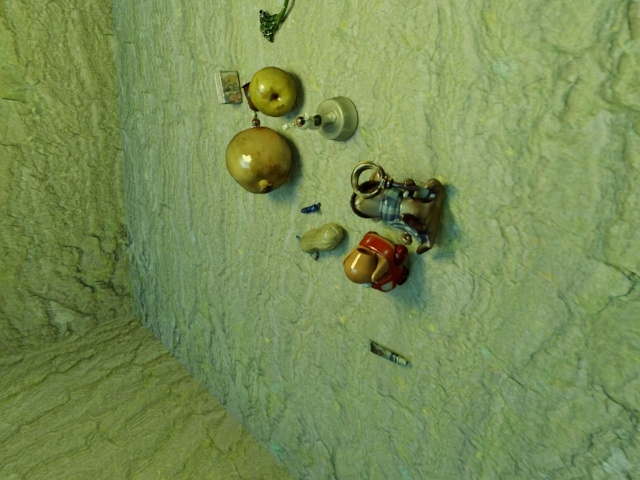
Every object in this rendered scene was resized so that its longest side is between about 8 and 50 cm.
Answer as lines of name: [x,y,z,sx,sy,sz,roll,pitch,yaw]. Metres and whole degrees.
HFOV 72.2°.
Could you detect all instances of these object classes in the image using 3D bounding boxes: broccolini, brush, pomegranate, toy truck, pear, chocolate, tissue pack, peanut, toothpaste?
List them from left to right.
tissue pack: [-0.448,-0.745,2.136,0.065,0.115,0.155,3,106,44]
chocolate: [-0.292,-0.661,2.009,0.127,0.124,0.133,21,147,53]
pomegranate: [-0.271,-0.349,1.967,0.319,0.319,0.319,16,114,41]
pear: [-0.205,-0.635,1.874,0.209,0.209,0.209,16,114,41]
broccolini: [-0.191,-0.976,1.841,0.123,0.062,0.271,49,139,2]
brush: [-0.065,0.029,2.081,0.164,0.014,0.051,45,129,27]
peanut: [0.000,0.000,1.936,0.257,0.123,0.123,-22,87,49]
toy truck: [0.194,0.106,1.656,0.189,0.239,0.265,29,147,35]
toothpaste: [0.282,0.482,1.869,0.216,0.037,0.062,16,115,46]

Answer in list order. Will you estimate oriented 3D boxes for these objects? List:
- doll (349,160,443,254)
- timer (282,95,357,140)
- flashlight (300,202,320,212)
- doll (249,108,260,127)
doll: [0.265,-0.120,1.561,0.340,0.209,0.318,25,127,34]
timer: [-0.008,-0.460,1.680,0.175,0.266,0.175,17,115,41]
flashlight: [-0.046,-0.140,1.992,0.035,0.057,0.121,43,150,-25]
doll: [-0.319,-0.591,2.115,0.058,0.040,0.085,29,123,48]
